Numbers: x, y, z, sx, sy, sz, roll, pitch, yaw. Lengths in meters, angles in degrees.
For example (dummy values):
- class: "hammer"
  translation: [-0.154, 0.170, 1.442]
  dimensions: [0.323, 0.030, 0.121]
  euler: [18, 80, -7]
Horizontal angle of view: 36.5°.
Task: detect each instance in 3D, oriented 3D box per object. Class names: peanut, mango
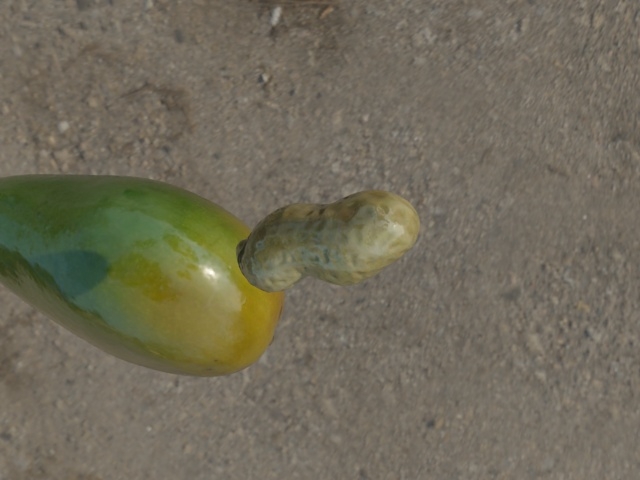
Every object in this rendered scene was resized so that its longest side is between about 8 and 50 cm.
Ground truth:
- class: "peanut"
  translation: [0.000, 0.000, 0.382]
  dimensions: [0.083, 0.037, 0.037]
  euler: [-10, 107, 37]
- class: "mango"
  translation: [-0.143, 0.021, 0.676]
  dimensions: [0.251, 0.114, 0.156]
  euler: [9, 157, 24]
